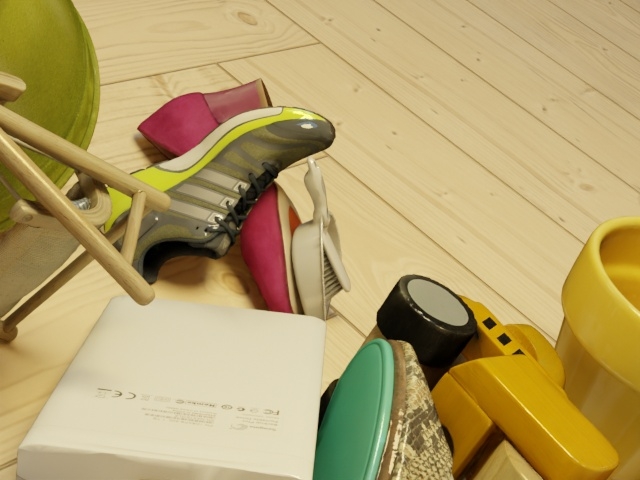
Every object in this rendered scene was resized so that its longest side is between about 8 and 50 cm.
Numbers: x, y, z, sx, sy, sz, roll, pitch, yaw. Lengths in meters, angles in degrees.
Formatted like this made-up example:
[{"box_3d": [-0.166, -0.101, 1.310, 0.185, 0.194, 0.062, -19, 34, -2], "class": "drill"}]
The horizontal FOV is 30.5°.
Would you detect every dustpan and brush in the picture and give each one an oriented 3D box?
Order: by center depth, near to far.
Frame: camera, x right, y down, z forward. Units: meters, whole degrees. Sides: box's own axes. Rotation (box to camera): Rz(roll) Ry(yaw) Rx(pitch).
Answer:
[{"box_3d": [0.000, 0.000, 1.342, 0.060, 0.211, 0.147, -13, 30, 17], "class": "dustpan and brush"}]

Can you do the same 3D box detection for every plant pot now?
[{"box_3d": [-0.400, -0.209, 1.122, 0.367, 0.353, 0.366, 2, 76, -9], "class": "plant pot"}, {"box_3d": [0.370, 0.139, 1.338, 0.254, 0.239, 0.254, 15, 35, -11], "class": "plant pot"}]

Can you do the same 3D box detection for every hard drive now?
[{"box_3d": [-0.117, 0.140, 1.087, 0.233, 0.047, 0.353, 7, 17, 0], "class": "hard drive"}]

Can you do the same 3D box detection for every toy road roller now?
[{"box_3d": [0.174, 0.192, 1.195, 0.241, 0.202, 0.329, 3, 37, -45], "class": "toy road roller"}]

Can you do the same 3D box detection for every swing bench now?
[{"box_3d": [-0.313, 0.003, 1.034, 0.255, 0.253, 0.165, 40, 26, -26], "class": "swing bench"}]

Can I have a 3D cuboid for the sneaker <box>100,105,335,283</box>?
[{"box_3d": [-0.110, -0.048, 1.334, 0.121, 0.300, 0.111, 66, 12, 21], "class": "sneaker"}]

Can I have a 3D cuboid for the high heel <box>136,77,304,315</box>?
[{"box_3d": [-0.122, -0.037, 1.456, 0.181, 0.127, 0.377, -18, 49, 6], "class": "high heel"}]

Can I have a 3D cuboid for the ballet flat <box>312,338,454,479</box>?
[{"box_3d": [0.035, 0.303, 0.983, 0.182, 0.164, 0.482, 36, 45, -10], "class": "ballet flat"}]
